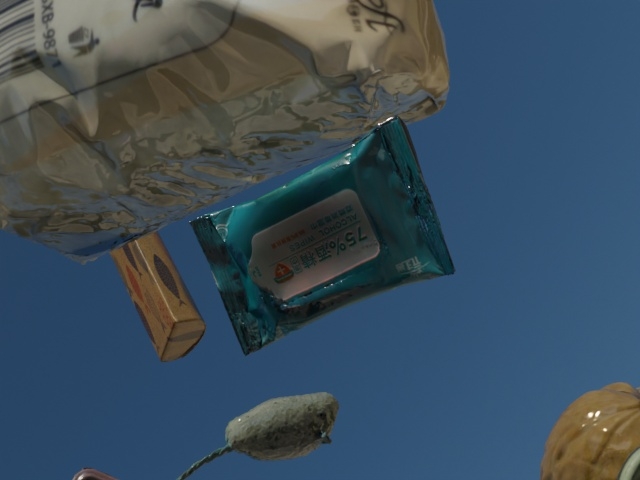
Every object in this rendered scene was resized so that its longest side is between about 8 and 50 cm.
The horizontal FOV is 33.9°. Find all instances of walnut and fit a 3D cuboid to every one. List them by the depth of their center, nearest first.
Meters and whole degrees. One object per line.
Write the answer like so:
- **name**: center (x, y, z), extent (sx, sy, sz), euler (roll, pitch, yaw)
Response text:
- **walnut**: center (0.339, 0.261, 1.152), extent (0.213, 0.213, 0.213), euler (-25, -51, -35)

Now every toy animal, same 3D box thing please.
- **toy animal**: center (-0.088, 0.246, 1.226), extent (0.253, 0.070, 0.079), euler (-27, -90, -14)

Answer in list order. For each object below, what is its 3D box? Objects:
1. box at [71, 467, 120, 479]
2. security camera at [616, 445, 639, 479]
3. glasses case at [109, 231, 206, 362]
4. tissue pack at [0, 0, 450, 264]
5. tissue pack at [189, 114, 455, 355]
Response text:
- **box**: center (-0.061, 0.130, 0.380), extent (0.063, 0.085, 0.060), euler (120, 172, -62)
- **security camera**: center (0.186, 0.129, 0.489), extent (0.058, 0.092, 0.058), euler (0, -90, -22)
- **glasses case**: center (-0.167, 0.035, 1.052), extent (0.041, 0.170, 0.064), euler (-8, -39, -34)
- **tissue pack**: center (-0.096, -0.200, 0.704), extent (0.195, 0.390, 0.375), euler (22, -121, -53)
- **tissue pack**: center (0.000, 0.000, 0.555), extent (0.028, 0.138, 0.085), euler (-16, -97, -59)
